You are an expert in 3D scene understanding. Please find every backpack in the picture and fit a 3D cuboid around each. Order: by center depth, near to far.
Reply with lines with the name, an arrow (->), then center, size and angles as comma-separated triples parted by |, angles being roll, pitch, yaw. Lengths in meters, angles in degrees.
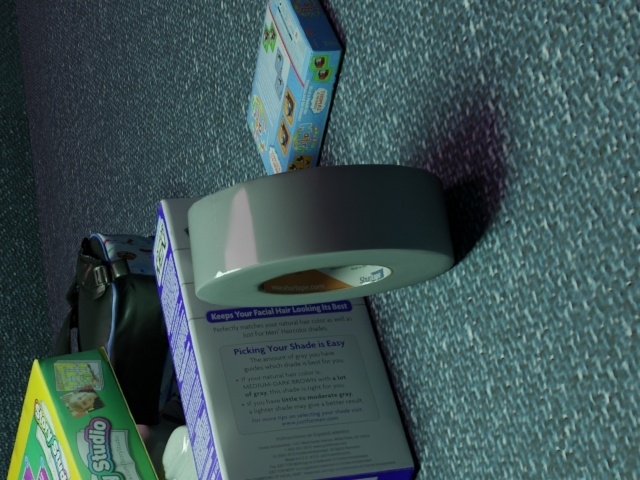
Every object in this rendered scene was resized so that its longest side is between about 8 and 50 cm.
backpack -> -0.269, 0.110, 2.001 | 0.263, 0.213, 0.276 | 49, 128, 55

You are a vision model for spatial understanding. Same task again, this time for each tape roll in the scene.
tape roll -> 0.000, 0.000, 1.170 | 0.219, 0.219, 0.072 | 140, 125, -67

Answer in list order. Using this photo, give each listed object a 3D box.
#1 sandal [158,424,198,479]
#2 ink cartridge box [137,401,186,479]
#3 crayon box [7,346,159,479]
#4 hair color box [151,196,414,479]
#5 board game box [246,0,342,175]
sandal -> -0.050, 0.330, 1.566 | 0.416, 0.102, 0.169 | 41, 119, 47
ink cartridge box -> -0.278, 0.349, 2.089 | 0.207, 0.119, 0.353 | -66, 24, 3
crayon box -> -0.289, 0.376, 1.769 | 0.363, 0.106, 0.313 | 60, 143, 35
hair color box -> -0.047, 0.112, 1.380 | 0.110, 0.185, 0.339 | 110, 151, -52
board game box -> -0.033, -0.167, 1.518 | 0.160, 0.039, 0.211 | -112, 26, -43
